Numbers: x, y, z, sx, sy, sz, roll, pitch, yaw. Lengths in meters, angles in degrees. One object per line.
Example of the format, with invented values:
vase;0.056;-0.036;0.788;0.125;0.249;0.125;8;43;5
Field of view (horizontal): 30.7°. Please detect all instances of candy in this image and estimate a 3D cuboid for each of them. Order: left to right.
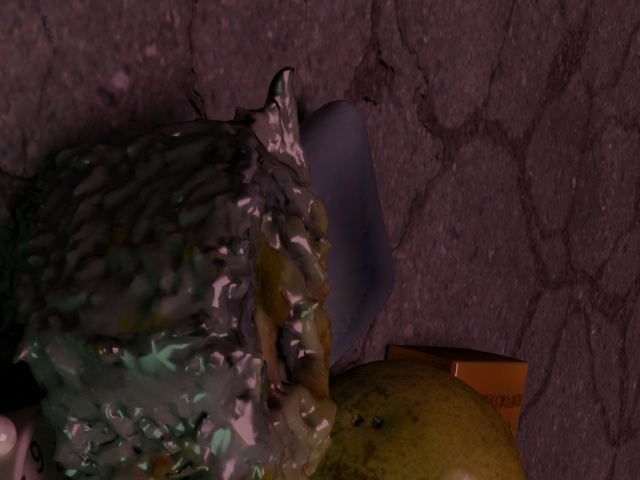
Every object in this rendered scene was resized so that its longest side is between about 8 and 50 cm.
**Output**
candy;0.000;0.000;0.860;0.138;0.071;0.174;-47;134;-41

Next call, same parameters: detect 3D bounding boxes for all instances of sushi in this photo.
sushi;-0.072;0.031;0.658;0.184;0.139;0.274;65;19;-46

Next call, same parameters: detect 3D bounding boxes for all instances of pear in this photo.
pear;0.050;0.181;0.895;0.197;0.197;0.197;-22;117;-54

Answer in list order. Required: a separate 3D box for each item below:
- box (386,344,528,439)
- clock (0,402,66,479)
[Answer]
box;0.110;0.240;1.100;0.174;0.076;0.274;10;90;-57
clock;-0.151;0.163;0.625;0.229;0.063;0.156;-23;96;-79
